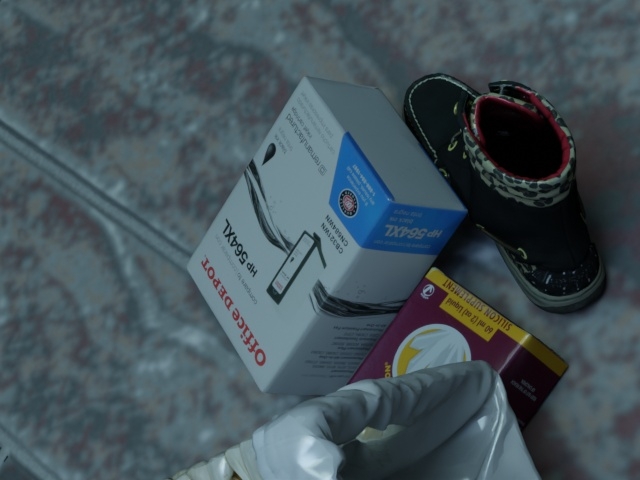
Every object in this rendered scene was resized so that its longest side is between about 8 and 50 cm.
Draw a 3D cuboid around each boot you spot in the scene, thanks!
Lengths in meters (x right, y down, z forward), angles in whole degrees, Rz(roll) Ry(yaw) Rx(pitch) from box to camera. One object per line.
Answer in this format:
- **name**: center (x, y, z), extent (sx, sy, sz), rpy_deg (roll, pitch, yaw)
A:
- **boot**: center (0.127, -0.075, 1.338), extent (0.085, 0.178, 0.236), rpy_deg (-31, 58, -5)

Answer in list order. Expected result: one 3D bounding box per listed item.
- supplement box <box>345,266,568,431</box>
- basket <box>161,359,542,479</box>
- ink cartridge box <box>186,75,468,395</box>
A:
- **supplement box**: center (0.079, 0.130, 1.342), extent (0.104, 0.081, 0.188), rpy_deg (36, 89, 36)
- **basket**: center (0.008, 0.274, 1.121), extent (0.266, 0.328, 0.331), rpy_deg (-23, 82, 22)
- **ink cartridge box**: center (0.000, 0.000, 1.395), extent (0.203, 0.086, 0.148), rpy_deg (-57, 49, 28)
